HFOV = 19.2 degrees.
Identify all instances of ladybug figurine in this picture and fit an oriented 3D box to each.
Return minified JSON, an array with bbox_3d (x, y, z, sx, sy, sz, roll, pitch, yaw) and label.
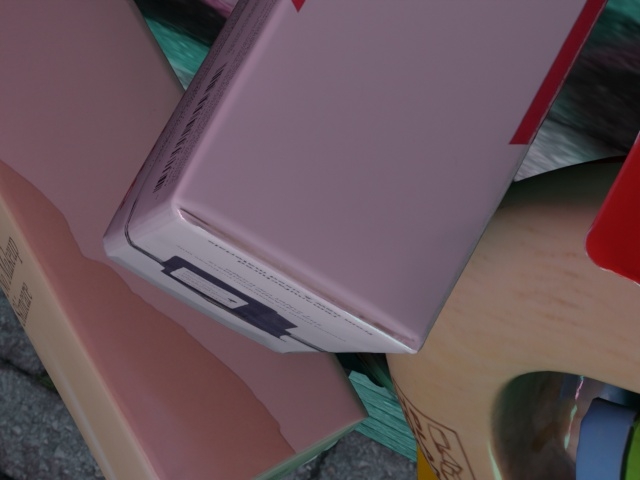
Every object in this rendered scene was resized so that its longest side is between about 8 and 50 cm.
[{"bbox_3d":[0.204,0.086,0.770,0.449,0.162,0.305,20,142,48],"label":"ladybug figurine"}]

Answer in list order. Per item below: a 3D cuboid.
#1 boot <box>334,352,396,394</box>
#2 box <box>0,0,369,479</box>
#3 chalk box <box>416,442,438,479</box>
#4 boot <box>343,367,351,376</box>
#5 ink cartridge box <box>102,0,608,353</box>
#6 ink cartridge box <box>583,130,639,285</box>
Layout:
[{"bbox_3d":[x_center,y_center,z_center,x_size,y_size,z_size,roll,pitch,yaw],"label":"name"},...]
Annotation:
[{"bbox_3d":[0.000,0.000,1.187,0.284,0.138,0.377,24,175,31],"label":"boot"},{"bbox_3d":[-0.112,0.003,1.058,0.311,0.121,0.148,59,162,9],"label":"box"},{"bbox_3d":[0.237,0.237,1.433,0.289,0.180,0.179,-1,-177,-23],"label":"chalk box"},{"bbox_3d":[-0.158,0.020,1.688,0.445,0.146,0.367,36,179,-16],"label":"boot"},{"bbox_3d":[0.007,-0.052,0.728,0.100,0.172,0.237,31,171,-9],"label":"ink cartridge box"},{"bbox_3d":[0.202,-0.005,0.508,0.231,0.134,0.078,27,172,10],"label":"ink cartridge box"}]
